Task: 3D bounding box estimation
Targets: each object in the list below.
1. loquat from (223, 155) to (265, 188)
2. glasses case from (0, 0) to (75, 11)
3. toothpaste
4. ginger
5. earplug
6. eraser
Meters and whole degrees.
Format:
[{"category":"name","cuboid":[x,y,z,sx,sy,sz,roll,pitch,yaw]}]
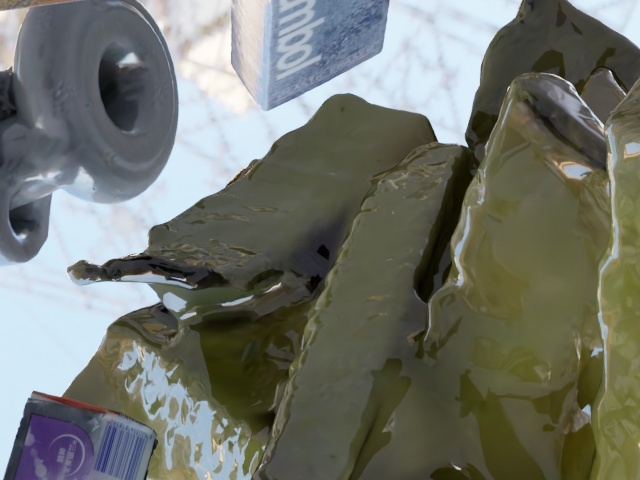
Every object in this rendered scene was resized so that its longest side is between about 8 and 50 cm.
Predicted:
[{"category":"loquat","cuboid":[0.000,0.000,1.590,0.172,0.149,0.204,22,-135,41]},{"category":"glasses case","cuboid":[-0.179,-0.212,1.407,0.218,0.049,0.075,-16,-108,-45]},{"category":"toothpaste","cuboid":[-0.119,0.162,0.810,0.047,0.040,0.196,10,-103,25]},{"category":"ginger","cuboid":[0.033,0.042,0.811,0.211,0.413,0.358,36,-144,-54]},{"category":"earplug","cuboid":[-0.263,-0.105,1.833,0.325,0.214,0.175,-39,-149,-22]},{"category":"eraser","cuboid":[-0.004,-0.155,1.153,0.092,0.212,0.046,-29,-109,-13]}]
